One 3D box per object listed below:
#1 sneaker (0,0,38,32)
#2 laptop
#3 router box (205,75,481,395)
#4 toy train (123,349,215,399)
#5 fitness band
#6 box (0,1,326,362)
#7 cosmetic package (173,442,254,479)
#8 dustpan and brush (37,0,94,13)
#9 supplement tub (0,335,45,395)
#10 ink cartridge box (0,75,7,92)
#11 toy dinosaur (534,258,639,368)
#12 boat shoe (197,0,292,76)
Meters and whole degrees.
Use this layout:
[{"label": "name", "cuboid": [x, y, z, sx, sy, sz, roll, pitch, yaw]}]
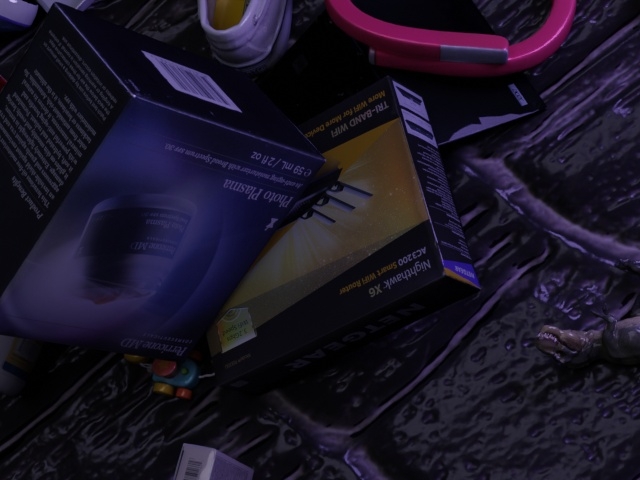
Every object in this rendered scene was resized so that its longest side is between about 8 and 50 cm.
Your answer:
[{"label": "sneaker", "cuboid": [-0.543, -0.242, 1.965, 0.322, 0.130, 0.236, 14, 99, 3]}, {"label": "laptop", "cuboid": [0.082, -0.162, 1.772, 0.264, 0.136, 0.234, -45, 60, 27]}, {"label": "router box", "cuboid": [0.000, 0.000, 1.654, 0.309, 0.081, 0.243, -28, 63, 26]}, {"label": "toy train", "cuboid": [-0.176, 0.102, 1.740, 0.125, 0.046, 0.166, -40, 63, 1]}, {"label": "fitness band", "cuboid": [0.147, -0.283, 1.732, 0.290, 0.054, 0.209, 8, 56, 6]}, {"label": "box", "cuboid": [-0.205, -0.046, 1.574, 0.294, 0.296, 0.183, -54, 53, 18]}, {"label": "cosmetic package", "cuboid": [-0.115, 0.260, 1.623, 0.041, 0.115, 0.060, 8, 72, 22]}, {"label": "dustpan and brush", "cuboid": [-0.292, -0.391, 1.950, 0.211, 0.060, 0.147, -36, 62, -12]}, {"label": "supplement tub", "cuboid": [-0.374, 0.066, 1.763, 0.144, 0.144, 0.200, 20, 77, 23]}, {"label": "ink cartridge box", "cuboid": [-0.565, -0.134, 1.810, 0.385, 0.308, 0.091, -9, 68, 13]}, {"label": "toy dinosaur", "cuboid": [0.360, 0.076, 1.569, 0.268, 0.064, 0.118, -1, 77, 15]}, {"label": "boat shoe", "cuboid": [-0.101, -0.394, 1.837, 0.135, 0.156, 0.367, 1, 71, 18]}]
